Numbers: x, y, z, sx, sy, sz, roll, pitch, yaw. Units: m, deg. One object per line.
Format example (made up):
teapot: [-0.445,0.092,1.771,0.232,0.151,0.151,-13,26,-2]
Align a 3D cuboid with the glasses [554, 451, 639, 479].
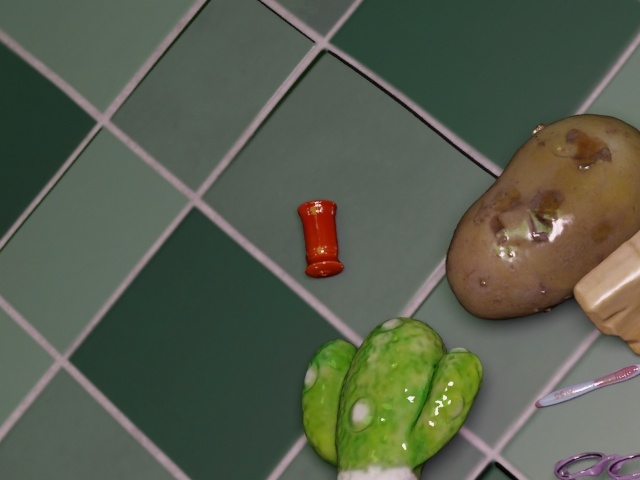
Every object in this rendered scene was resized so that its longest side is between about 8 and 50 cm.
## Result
glasses: [0.302,0.268,1.625,0.140,0.062,0.104,-11,102,48]

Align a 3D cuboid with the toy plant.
toy plant: [0.066,0.222,1.682,0.224,0.184,0.316,-19,53,36]

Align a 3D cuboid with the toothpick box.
toothpick box: [0.000,0.000,1.851,0.047,0.047,0.083,-14,67,18]

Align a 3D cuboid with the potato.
potato: [0.246,-0.019,1.696,0.262,0.165,0.165,-47,61,-5]

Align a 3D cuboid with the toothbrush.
toothbrush: [0.312,0.139,1.685,0.193,0.019,0.013,-22,65,16]

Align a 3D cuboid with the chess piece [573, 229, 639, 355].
chess piece: [0.397,-0.002,1.634,0.301,0.137,0.137,-36,62,6]
